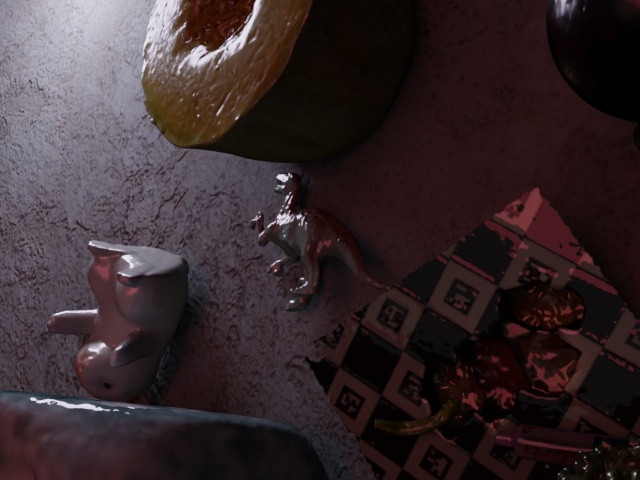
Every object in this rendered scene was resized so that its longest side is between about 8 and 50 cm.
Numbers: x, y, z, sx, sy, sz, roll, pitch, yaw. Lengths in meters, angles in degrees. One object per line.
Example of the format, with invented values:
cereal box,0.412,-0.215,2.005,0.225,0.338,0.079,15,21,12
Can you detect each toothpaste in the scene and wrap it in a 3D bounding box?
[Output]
toothpaste,0.225,0.171,0.654,0.170,0.028,0.045,3,89,28

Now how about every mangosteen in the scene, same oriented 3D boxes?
mangosteen,0.286,-0.165,0.623,0.216,0.216,0.216,-15,66,38

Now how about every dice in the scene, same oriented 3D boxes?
dice,-0.207,0.326,0.808,0.348,0.328,0.330,-3,74,42

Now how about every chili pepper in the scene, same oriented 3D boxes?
chili pepper,0.089,0.160,0.735,0.083,0.017,0.030,-26,101,21

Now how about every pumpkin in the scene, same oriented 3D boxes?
pumpkin,-0.043,-0.234,0.955,0.332,0.199,0.332,-25,55,41

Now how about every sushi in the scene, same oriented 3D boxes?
sushi,0.156,0.134,0.736,0.290,0.050,0.264,-40,73,24

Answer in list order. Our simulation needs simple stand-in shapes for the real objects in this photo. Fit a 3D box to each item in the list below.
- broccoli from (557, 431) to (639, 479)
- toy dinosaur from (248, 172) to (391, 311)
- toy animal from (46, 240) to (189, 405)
broccoli,0.199,0.385,0.536,0.397,0.275,0.353,52,131,18
toy dinosaur,0.000,0.000,0.916,0.242,0.053,0.167,4,72,52
toy animal,-0.265,0.142,1.055,0.141,0.138,0.282,23,94,40
